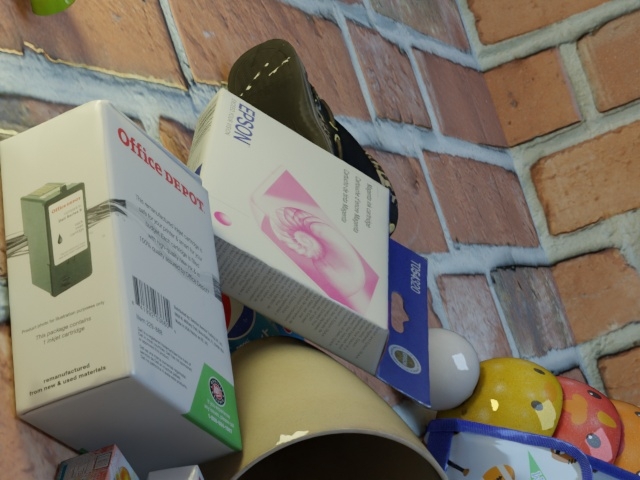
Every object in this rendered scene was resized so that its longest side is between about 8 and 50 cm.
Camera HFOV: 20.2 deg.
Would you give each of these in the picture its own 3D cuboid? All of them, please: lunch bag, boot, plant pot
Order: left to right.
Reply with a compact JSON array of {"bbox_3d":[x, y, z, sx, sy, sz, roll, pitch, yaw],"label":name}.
[{"bbox_3d":[-0.021,0.219,1.810,0.256,0.256,0.274,58,4,-32],"label":"plant pot"},{"bbox_3d":[0.003,-0.045,2.316,0.284,0.138,0.377,48,22,-50],"label":"boot"},{"bbox_3d":[0.242,0.413,2.227,0.385,0.239,0.328,27,66,-47],"label":"lunch bag"}]

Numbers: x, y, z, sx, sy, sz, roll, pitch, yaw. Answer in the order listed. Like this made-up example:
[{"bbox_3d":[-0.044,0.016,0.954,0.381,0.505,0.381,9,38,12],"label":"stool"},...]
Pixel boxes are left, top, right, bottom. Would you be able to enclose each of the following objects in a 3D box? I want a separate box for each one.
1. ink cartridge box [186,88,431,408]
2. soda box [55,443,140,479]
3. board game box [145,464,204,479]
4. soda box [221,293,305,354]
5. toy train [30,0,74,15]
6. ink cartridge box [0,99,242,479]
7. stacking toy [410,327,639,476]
[{"bbox_3d":[0.000,0.000,1.973,0.330,0.071,0.324,29,26,-14],"label":"ink cartridge box"},{"bbox_3d":[-0.196,0.255,1.498,0.063,0.058,0.183,61,20,-28],"label":"soda box"},{"bbox_3d":[-0.094,0.372,1.588,0.193,0.053,0.305,-89,164,-49],"label":"board game box"},{"bbox_3d":[-0.084,0.064,2.030,0.210,0.067,0.071,66,18,-10],"label":"soda box"},{"bbox_3d":[-0.285,-0.286,1.787,0.248,0.105,0.143,-82,160,-57],"label":"toy train"},{"bbox_3d":[-0.184,0.049,1.655,0.211,0.121,0.289,43,31,-54],"label":"ink cartridge box"},{"bbox_3d":[0.285,0.292,2.624,0.480,0.350,0.350,39,31,-27],"label":"stacking toy"}]
